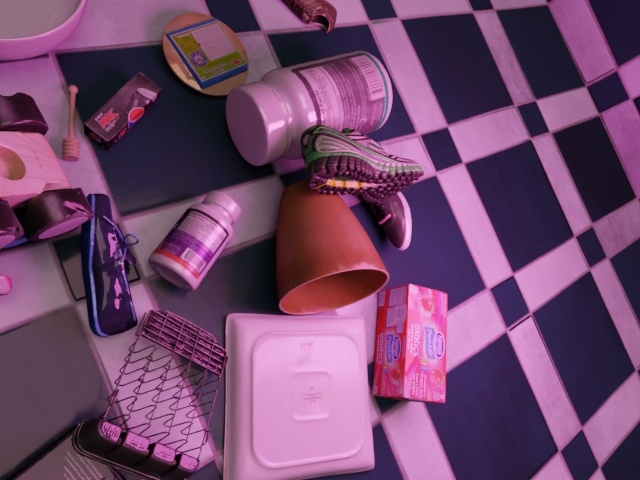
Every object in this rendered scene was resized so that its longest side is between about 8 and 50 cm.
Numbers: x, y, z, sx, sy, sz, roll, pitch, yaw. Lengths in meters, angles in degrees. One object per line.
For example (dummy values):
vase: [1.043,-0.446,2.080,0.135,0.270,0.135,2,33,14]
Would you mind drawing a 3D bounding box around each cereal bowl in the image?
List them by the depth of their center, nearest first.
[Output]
cereal bowl: [-0.612,-0.475,0.840,0.338,0.141,0.339,8,72,-26]

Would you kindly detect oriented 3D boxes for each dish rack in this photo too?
dish rack: [-0.278,0.265,0.821,0.208,0.074,0.272,39,36,-27]

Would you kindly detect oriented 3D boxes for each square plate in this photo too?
square plate: [-0.031,0.329,0.982,0.347,0.049,0.345,6,74,-27]

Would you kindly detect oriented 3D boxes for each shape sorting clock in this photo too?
shape sorting clock: [-0.264,-0.433,1.073,0.206,0.040,0.206,11,69,-29]

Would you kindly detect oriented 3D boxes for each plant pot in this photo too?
plant pot: [0.000,0.000,1.005,0.237,0.237,0.255,-1,62,-28]

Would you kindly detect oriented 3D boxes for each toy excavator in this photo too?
toy excavator: [-0.647,-0.013,0.661,0.223,0.444,0.433,62,19,-4]

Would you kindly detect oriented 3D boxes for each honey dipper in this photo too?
honey dipper: [-0.491,-0.234,0.906,0.030,0.030,0.161,1,72,-28]

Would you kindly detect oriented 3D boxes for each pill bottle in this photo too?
pill bottle: [-0.244,-0.005,0.925,0.108,0.108,0.194,38,61,-14]
pill bottle: [-0.023,-0.309,1.074,0.360,0.204,0.204,-26,89,-31]

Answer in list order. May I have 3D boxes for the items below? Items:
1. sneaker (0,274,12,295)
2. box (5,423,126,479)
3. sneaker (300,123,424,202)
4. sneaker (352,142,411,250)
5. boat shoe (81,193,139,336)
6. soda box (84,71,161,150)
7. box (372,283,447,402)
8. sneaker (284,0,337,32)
sneaker: [-0.611,0.122,0.705,0.252,0.103,0.111,-21,90,-25]
box: [-0.407,0.407,0.731,0.158,0.093,0.156,-38,95,-32]
sneaker: [0.103,-0.180,1.008,0.343,0.134,0.147,4,62,-45]
sneaker: [0.126,-0.108,1.163,0.146,0.104,0.296,-7,74,-28]
boat shoe: [-0.389,0.043,0.853,0.088,0.109,0.259,-4,94,-36]
soda box: [-0.404,-0.266,0.944,0.060,0.053,0.169,38,62,-14]
box: [0.213,0.245,1.090,0.122,0.128,0.257,15,69,-24]
sneaker: [-0.039,-0.628,1.235,0.188,0.066,0.071,17,70,-23]
